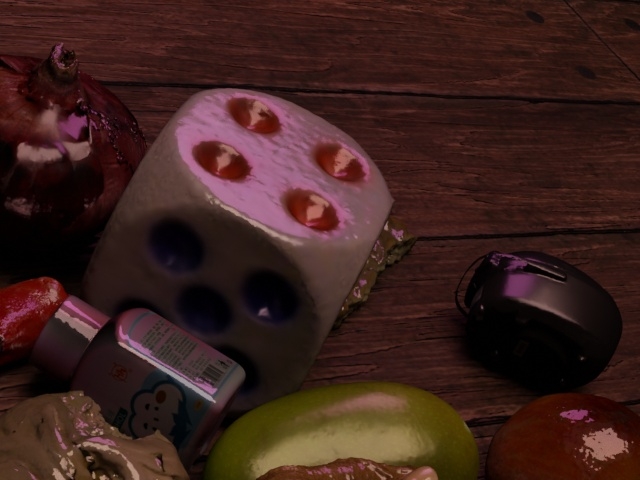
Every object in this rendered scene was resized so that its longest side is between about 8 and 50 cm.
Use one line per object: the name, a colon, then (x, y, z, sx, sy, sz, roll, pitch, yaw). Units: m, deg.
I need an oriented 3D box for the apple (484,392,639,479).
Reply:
apple: (0.277, 0.245, 1.807, 0.173, 0.160, 0.195, 24, 19, 36)

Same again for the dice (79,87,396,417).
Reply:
dice: (-0.084, 0.011, 1.760, 0.251, 0.243, 0.259, 29, 30, 0)

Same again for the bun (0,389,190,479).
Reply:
bun: (-0.209, 0.220, 1.490, 0.210, 0.116, 0.237, 12, 37, -25)

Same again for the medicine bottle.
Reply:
medicine bottle: (-0.182, 0.135, 1.623, 0.188, 0.119, 0.094, 31, 28, 4)

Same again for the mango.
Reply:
mango: (0.019, 0.223, 1.644, 0.293, 0.143, 0.175, -4, 50, -26)

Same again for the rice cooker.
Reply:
rice cooker: (0.258, 0.093, 1.997, 0.203, 0.142, 0.118, 25, 44, 0)

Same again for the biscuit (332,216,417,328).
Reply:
biscuit: (0.000, 0.000, 2.023, 0.187, 0.036, 0.273, 32, 33, 6)

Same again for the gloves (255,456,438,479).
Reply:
gloves: (-0.017, 0.281, 1.472, 0.356, 0.203, 0.155, -7, 43, -34)

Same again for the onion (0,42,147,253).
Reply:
onion: (-0.302, -0.110, 1.781, 0.252, 0.219, 0.252, 12, 34, -8)

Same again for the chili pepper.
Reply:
chili pepper: (-0.299, 0.080, 1.663, 0.123, 0.073, 0.070, -27, 104, -50)
